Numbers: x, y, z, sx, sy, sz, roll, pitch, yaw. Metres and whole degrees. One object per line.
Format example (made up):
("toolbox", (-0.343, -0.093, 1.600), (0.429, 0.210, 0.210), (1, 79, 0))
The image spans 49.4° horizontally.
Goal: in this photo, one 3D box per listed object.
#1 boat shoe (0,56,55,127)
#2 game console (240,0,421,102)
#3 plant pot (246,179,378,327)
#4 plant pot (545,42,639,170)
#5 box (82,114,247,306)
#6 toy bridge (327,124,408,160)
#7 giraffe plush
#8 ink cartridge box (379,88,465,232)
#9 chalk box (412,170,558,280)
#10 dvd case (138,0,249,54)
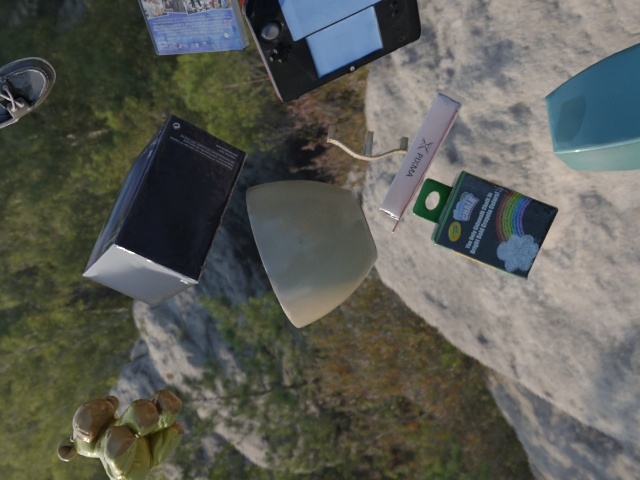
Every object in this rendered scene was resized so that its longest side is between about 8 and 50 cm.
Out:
("boat shoe", (-0.721, -0.283, 1.510), (0.112, 0.335, 0.095), (55, -162, -39))
("game console", (0.035, -0.509, 1.572), (0.342, 0.387, 0.060), (65, 179, -50))
("plant pot", (0.000, 0.000, 1.322), (0.284, 0.191, 0.284), (-21, -90, -85))
("plant pot", (0.496, -0.205, 1.114), (0.234, 0.165, 0.165), (-13, 72, 33))
("box", (-0.323, -0.049, 1.416), (0.296, 0.183, 0.294), (-27, 42, 57))
("toy bridge", (0.107, -0.211, 1.548), (0.026, 0.188, 0.063), (126, 151, -75))
("giraffe plush", (-0.358, 0.337, 1.209), (0.171, 0.181, 0.210), (25, 113, 24))
("ink cartridge box", (0.202, -0.168, 1.424), (0.060, 0.239, 0.275), (29, 111, 7))
("chalk box", (0.359, -0.050, 1.596), (0.289, 0.179, 0.180), (23, 96, 6))
("dvd case", (-0.214, -0.405, 1.039), (0.180, 0.022, 0.253), (6, 126, 30))
